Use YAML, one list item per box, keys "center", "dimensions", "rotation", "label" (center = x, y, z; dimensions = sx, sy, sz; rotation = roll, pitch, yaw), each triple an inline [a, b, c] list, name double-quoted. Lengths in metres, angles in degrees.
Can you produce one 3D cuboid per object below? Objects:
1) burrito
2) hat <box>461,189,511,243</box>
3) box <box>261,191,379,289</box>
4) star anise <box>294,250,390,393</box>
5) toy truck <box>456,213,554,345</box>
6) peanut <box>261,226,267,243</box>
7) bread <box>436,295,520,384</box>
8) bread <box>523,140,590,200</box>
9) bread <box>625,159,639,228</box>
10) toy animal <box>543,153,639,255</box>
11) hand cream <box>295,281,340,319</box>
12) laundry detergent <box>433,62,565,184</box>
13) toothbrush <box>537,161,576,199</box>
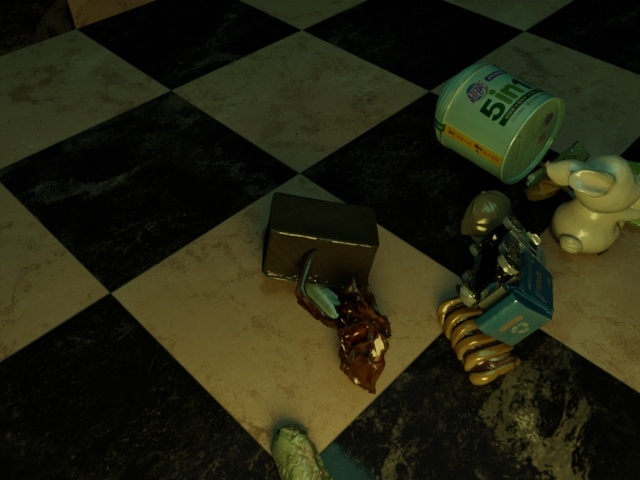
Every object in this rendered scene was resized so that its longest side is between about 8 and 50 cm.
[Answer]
- center: [-0.013, 0.482, 1.105]
  dimensions: [0.096, 0.066, 0.309]
  rotation: [-19, 48, -11]
  label: "burrito"
- center: [0.495, -0.048, 1.593]
  dimensions: [0.166, 0.144, 0.173]
  rotation: [-25, 29, -21]
  label: "hat"
- center: [-0.001, 0.002, 1.464]
  dimensions: [0.273, 0.143, 0.184]
  rotation: [9, 36, -9]
  label: "box"
- center: [0.061, 0.167, 1.309]
  dimensions: [0.148, 0.237, 0.346]
  rotation: [-39, 74, 17]
  label: "star anise"
- center: [0.437, 0.087, 1.375]
  dimensions: [0.175, 0.146, 0.367]
  rotation: [42, 34, -5]
  label: "toy truck"
- center: [-0.130, 0.008, 1.571]
  dimensions: [0.054, 0.054, 0.113]
  rotation: [-10, 50, -10]
  label: "peanut"
- center: [0.364, 0.221, 1.353]
  dimensions: [0.134, 0.081, 0.225]
  rotation: [-12, 47, -14]
  label: "bread"
- center: [0.667, -0.188, 1.662]
  dimensions: [0.088, 0.232, 0.128]
  rotation: [37, 66, 2]
  label: "bread"
- center: [0.948, -0.130, 1.728]
  dimensions: [0.301, 0.045, 0.301]
  rotation: [0, 48, 0]
  label: "bread"
- center: [0.704, -0.106, 1.518]
  dimensions: [0.247, 0.310, 0.183]
  rotation: [-20, 52, -12]
  label: "toy animal"
- center: [0.015, 0.145, 1.444]
  dimensions: [0.078, 0.050, 0.205]
  rotation: [-19, 50, -42]
  label: "hand cream"
- center: [0.520, -0.366, 1.782]
  dimensions: [0.287, 0.287, 0.305]
  rotation: [-31, 55, -27]
  label: "laundry detergent"
- center: [0.738, -0.159, 1.768]
  dimensions: [0.024, 0.021, 0.288]
  rotation: [-8, 46, -23]
  label: "toothbrush"
